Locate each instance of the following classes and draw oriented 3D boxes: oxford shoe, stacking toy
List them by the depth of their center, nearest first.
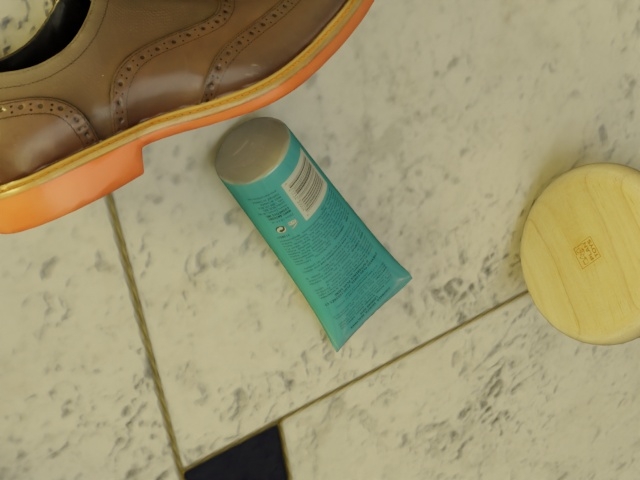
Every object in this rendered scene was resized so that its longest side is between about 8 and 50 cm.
[{"bbox_3d":[-0.081,-0.111,0.610,0.271,0.097,0.098,-35,117,-23],"label":"oxford shoe"},{"bbox_3d":[0.320,0.009,0.955,0.330,0.141,0.141,-1,115,-43],"label":"stacking toy"}]

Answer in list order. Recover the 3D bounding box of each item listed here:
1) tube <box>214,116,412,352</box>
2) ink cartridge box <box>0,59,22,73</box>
[{"bbox_3d":[0.000,0.000,0.762,0.080,0.052,0.207,-41,137,-4],"label":"tube"},{"bbox_3d":[-0.252,-0.040,0.572,0.179,0.045,0.145,-5,118,-55],"label":"ink cartridge box"}]
